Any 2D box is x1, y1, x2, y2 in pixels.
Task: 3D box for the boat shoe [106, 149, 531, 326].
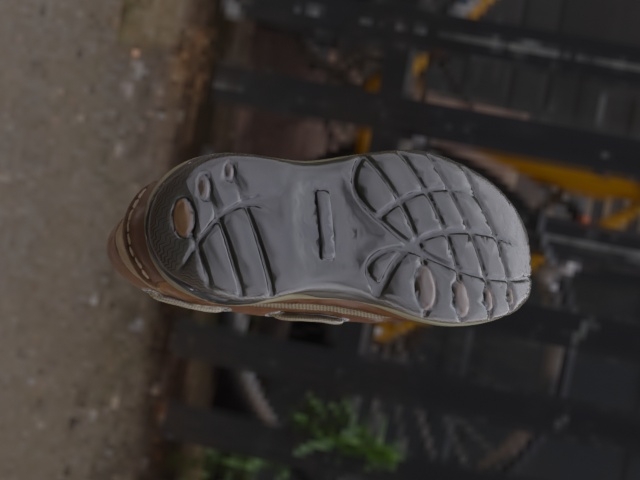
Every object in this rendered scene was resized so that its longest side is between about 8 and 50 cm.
[{"bbox_3d":[0.000,0.000,1.356,0.324,0.120,0.122,8,76,-36],"label":"boat shoe"}]
